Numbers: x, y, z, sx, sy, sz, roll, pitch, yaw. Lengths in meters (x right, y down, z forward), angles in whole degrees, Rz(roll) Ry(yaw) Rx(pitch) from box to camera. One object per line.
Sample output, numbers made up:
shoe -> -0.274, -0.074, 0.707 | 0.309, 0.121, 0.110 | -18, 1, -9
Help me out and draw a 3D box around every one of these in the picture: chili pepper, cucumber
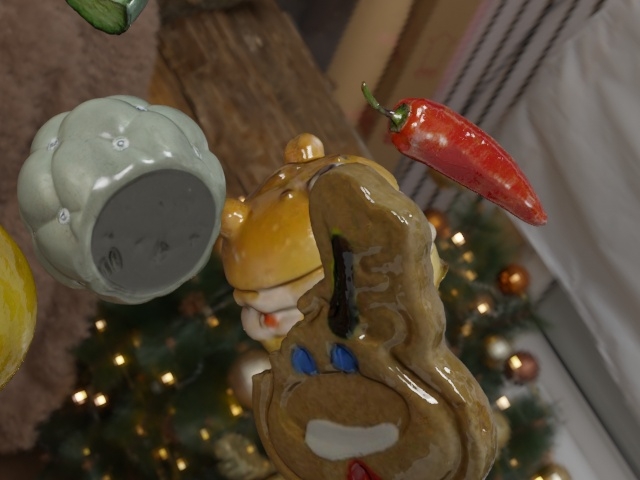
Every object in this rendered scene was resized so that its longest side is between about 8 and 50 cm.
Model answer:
chili pepper -> 0.150, -0.099, 1.436 | 0.272, 0.063, 0.071 | 31, 87, -20
cucumber -> -0.180, -0.317, 1.370 | 0.244, 0.115, 0.063 | -59, 156, -30

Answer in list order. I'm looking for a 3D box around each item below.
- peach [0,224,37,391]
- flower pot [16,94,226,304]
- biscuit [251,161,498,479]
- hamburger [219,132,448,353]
peach -> -0.376, 0.068, 1.168 | 0.251, 0.153, 0.251 | -22, 129, -31
flower pot -> -0.233, -0.051, 1.518 | 0.246, 0.195, 0.246 | -17, 125, -26
biscuit -> 0.032, 0.102, 0.857 | 0.047, 0.183, 0.320 | -36, 137, -49
hamburger -> 0.000, 0.000, 1.646 | 0.276, 0.237, 0.276 | -27, -163, 9
